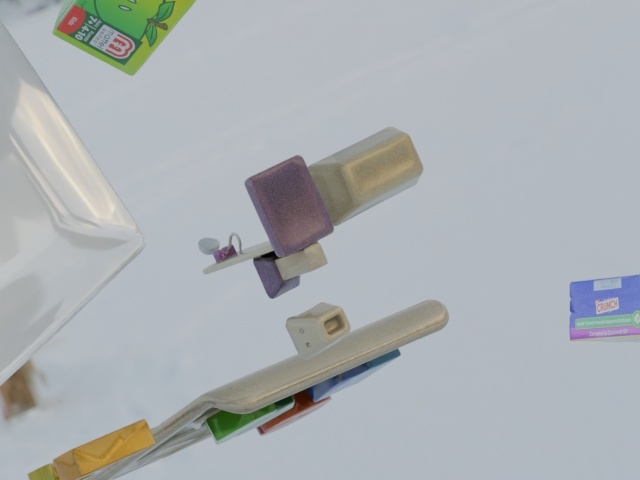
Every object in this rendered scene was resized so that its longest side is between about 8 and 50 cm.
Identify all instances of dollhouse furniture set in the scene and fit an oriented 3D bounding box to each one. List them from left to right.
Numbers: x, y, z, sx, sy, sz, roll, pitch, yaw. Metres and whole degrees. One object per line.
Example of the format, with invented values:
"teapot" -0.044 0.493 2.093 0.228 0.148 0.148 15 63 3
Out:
"dollhouse furniture set" 0.000 0.000 0.987 0.114 0.091 0.081 -28 5 -38

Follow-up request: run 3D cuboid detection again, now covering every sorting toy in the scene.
"sorting toy" -0.075 0.131 1.402 0.307 0.041 0.229 -21 -6 -37

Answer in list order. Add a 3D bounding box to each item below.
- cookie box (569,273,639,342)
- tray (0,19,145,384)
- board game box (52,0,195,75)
"cookie box" 0.222 0.043 1.221 0.107 0.040 0.092 3 -5 -25
"tray" -0.146 -0.021 0.727 0.030 0.145 0.270 -31 7 15
"board game box" -0.048 -0.158 0.843 0.181 0.043 0.092 -42 26 47
